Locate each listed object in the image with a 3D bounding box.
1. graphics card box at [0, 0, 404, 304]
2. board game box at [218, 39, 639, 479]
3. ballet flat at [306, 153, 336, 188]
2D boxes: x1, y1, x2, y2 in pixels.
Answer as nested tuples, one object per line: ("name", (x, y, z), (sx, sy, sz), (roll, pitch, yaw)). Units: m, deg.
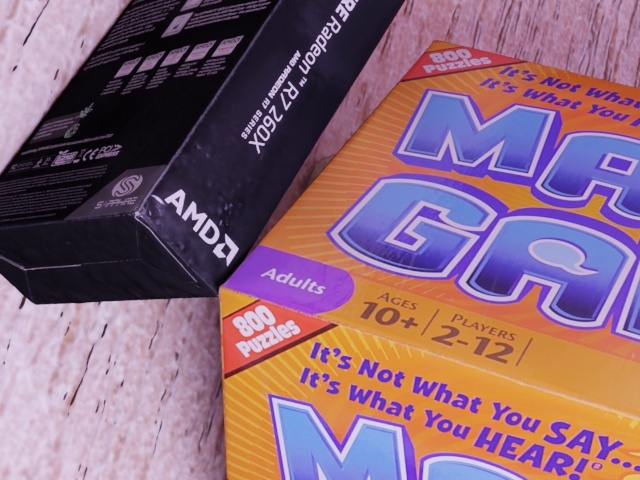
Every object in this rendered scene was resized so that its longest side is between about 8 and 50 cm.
("graphics card box", (-0.080, -0.121, 1.062), (0.094, 0.233, 0.371), (49, 56, -29))
("board game box", (0.168, 0.121, 1.068), (0.356, 0.356, 0.356), (-51, 150, -46))
("ballet flat", (0.000, 0.000, 1.249), (0.057, 0.052, 0.168), (28, 69, -38))
